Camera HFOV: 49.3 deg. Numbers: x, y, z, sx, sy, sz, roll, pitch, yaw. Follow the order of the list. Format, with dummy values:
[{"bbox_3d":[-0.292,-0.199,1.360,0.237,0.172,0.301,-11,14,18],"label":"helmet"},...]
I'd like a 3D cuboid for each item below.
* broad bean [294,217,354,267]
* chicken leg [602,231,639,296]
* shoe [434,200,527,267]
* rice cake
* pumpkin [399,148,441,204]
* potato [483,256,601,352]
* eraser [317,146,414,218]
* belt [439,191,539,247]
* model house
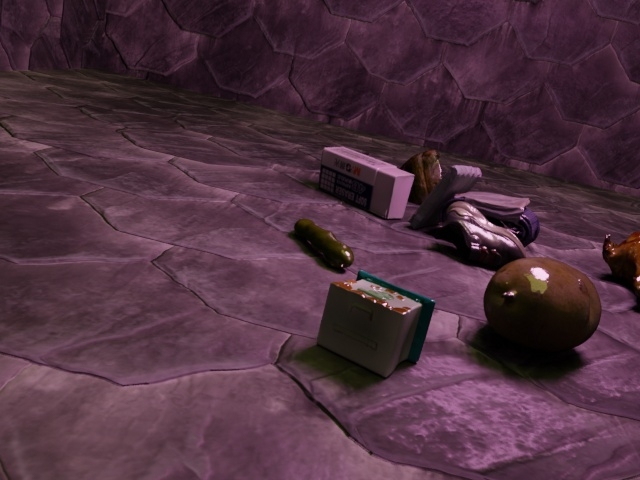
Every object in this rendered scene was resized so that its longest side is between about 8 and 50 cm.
[{"bbox_3d":[0.000,0.000,1.399,0.052,0.052,0.256,52,-7,-28],"label":"broad bean"},{"bbox_3d":[0.755,0.056,1.631,0.212,0.140,0.361,31,18,26],"label":"chicken leg"},{"bbox_3d":[0.357,0.009,1.585,0.112,0.099,0.227,-33,61,-29],"label":"shoe"},{"bbox_3d":[0.319,-0.111,1.775,0.037,0.198,0.189,49,27,20],"label":"rice cake"},{"bbox_3d":[0.287,-0.215,2.151,0.111,0.163,0.278,6,18,-8],"label":"pumpkin"},{"bbox_3d":[0.351,0.103,1.133,0.174,0.159,0.251,-8,-11,36],"label":"potato"},{"bbox_3d":[0.117,-0.160,1.891,0.086,0.130,0.287,-5,24,-41],"label":"eraser"},{"bbox_3d":[0.409,-0.044,1.698,0.231,0.139,0.126,15,15,26],"label":"belt"},{"bbox_3d":[0.088,0.111,0.989,0.127,0.100,0.149,22,16,28],"label":"model house"}]
